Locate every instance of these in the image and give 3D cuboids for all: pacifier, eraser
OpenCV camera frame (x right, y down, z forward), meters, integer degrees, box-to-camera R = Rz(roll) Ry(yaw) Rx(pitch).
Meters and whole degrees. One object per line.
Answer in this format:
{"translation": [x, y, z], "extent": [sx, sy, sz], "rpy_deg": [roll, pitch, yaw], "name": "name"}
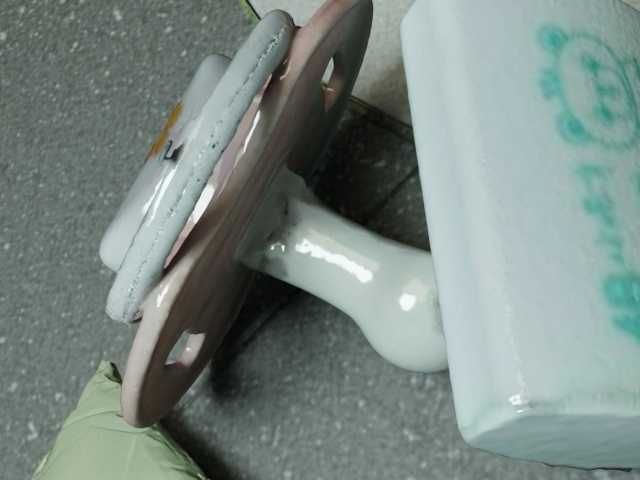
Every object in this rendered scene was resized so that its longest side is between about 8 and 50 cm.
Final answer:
{"translation": [-0.025, -0.011, 0.670], "extent": [0.220, 0.273, 0.332], "rpy_deg": [18, 77, 60], "name": "pacifier"}
{"translation": [0.154, -0.015, 0.596], "extent": [0.104, 0.189, 0.290], "rpy_deg": [127, 142, -56], "name": "eraser"}

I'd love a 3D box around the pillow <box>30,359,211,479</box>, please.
{"translation": [-0.153, 0.273, 0.687], "extent": [0.274, 0.076, 0.280], "rpy_deg": [38, 95, 37], "name": "pillow"}
